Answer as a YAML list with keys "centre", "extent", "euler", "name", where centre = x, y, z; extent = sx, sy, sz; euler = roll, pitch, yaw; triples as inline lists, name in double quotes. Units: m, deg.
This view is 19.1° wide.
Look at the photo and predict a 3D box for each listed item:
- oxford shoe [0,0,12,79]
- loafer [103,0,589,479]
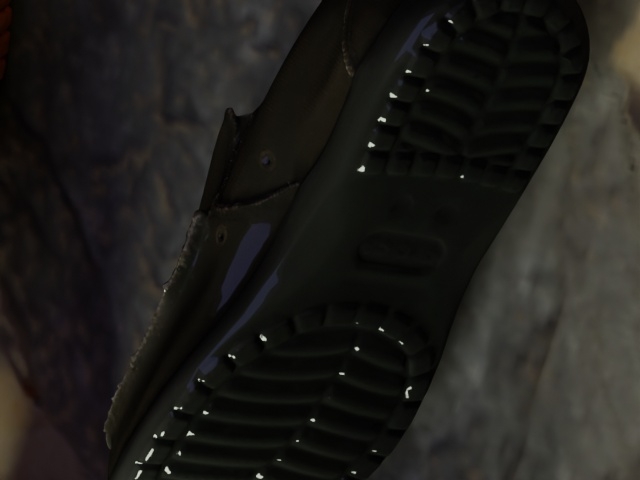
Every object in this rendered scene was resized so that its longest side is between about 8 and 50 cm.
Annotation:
- centre: [-0.191, -0.018, 0.611]
  extent: [0.132, 0.130, 0.364]
  euler: [17, 105, 13]
  name: "oxford shoe"
- centre: [0.000, 0.000, 0.559]
  extent: [0.220, 0.080, 0.078]
  euler: [-56, 37, 24]
  name: "loafer"
